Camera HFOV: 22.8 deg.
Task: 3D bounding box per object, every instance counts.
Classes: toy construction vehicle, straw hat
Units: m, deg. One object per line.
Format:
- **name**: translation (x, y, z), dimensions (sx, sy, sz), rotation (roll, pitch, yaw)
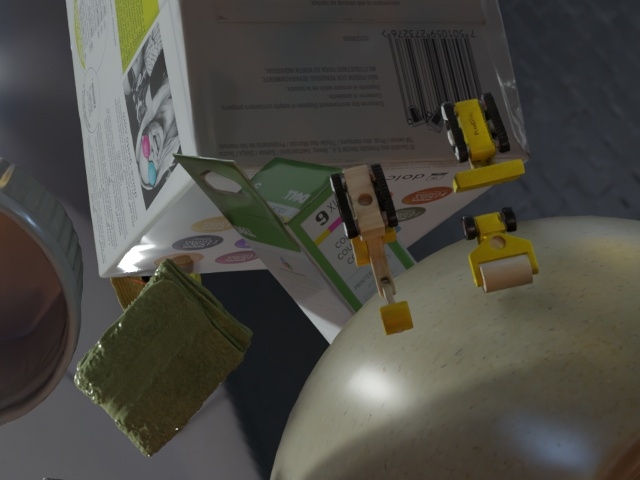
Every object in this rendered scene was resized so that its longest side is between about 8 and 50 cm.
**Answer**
- **toy construction vehicle**: translation (0.053, -0.011, 0.712), dimensions (0.035, 0.086, 0.098), rotation (82, 172, -60)
- **straw hat**: translation (-0.166, 0.047, 1.774), dimensions (0.144, 0.144, 0.061), rotation (50, -133, 6)

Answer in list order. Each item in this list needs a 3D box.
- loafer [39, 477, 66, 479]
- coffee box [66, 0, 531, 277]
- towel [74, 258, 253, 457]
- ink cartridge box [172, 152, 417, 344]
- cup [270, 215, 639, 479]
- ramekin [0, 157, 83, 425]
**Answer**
- **loafer**: translation (-0.307, 0.257, 1.381), dimensions (0.080, 0.220, 0.078), rotation (59, 165, 25)
- **coffee box**: translation (-0.041, -0.174, 1.588), dimensions (0.338, 0.334, 0.338), rotation (-3, -107, -25)
- **towel**: translation (-0.132, 0.100, 1.328), dimensions (0.110, 0.148, 0.027), rotation (44, -162, 13)
- **ink cartridge box**: translation (0.000, 0.000, 1.100), dimensions (0.209, 0.062, 0.109), rotation (51, 164, -23)
- **cup**: translation (0.153, 0.143, 0.699), dimensions (0.331, 0.331, 0.237), rotation (48, 170, -3)
- **ramekin**: translation (-0.275, 0.030, 1.182), dimensions (0.207, 0.207, 0.109), rotation (44, -161, -16)
